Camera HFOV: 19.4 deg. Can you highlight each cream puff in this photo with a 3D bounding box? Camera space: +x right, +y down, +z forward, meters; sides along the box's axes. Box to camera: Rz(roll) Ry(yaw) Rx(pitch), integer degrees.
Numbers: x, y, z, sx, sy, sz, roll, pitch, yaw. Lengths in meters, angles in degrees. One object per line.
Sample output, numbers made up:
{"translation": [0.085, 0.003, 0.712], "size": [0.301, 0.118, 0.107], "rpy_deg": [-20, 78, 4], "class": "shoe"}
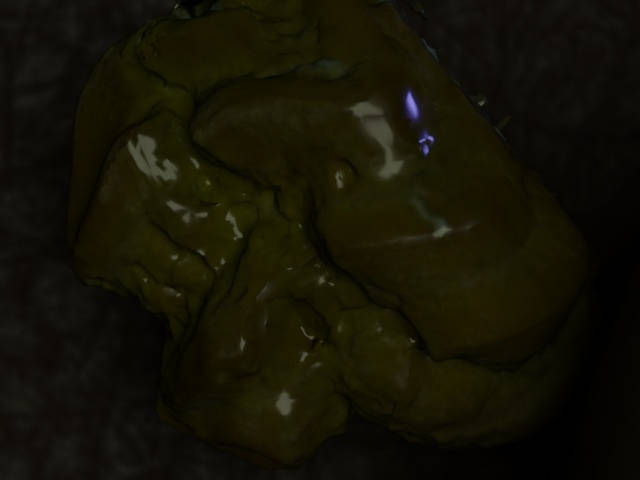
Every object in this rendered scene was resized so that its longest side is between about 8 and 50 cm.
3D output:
{"translation": [0.000, 0.001, 0.723], "size": [0.195, 0.195, 0.221], "rpy_deg": [-42, 91, -9], "class": "cream puff"}

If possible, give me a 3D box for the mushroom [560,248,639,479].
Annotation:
{"translation": [0.232, 0.112, 0.658], "size": [0.295, 0.362, 0.362], "rpy_deg": [15, 85, 11], "class": "mushroom"}
